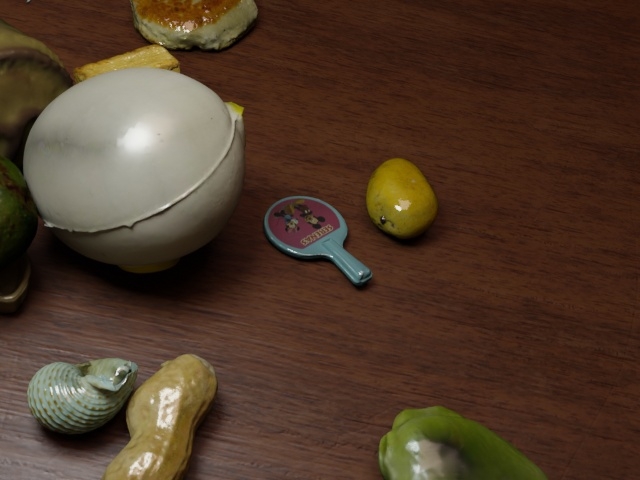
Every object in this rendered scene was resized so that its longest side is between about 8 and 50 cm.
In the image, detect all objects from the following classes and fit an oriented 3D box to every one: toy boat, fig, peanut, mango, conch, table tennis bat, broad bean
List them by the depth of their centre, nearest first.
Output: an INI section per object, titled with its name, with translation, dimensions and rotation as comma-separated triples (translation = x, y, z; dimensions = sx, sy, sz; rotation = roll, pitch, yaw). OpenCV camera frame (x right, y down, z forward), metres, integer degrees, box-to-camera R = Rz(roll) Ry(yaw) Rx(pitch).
[peanut]
translation = -0.223, 0.274, 1.063
dimensions = 0.117, 0.101, 0.263
rotation = 1, 50, 16
[broad bean]
translation = 0.207, 0.360, 1.071
dimensions = 0.291, 0.119, 0.238
rotation = 37, 43, 16
[conch]
translation = -0.334, 0.218, 1.081
dimensions = 0.153, 0.102, 0.135
rotation = 6, 21, 17
[fig]
translation = -0.536, -0.020, 1.104
dimensions = 0.195, 0.195, 0.245
rotation = 40, 53, 21
[toy boat]
translation = -0.530, 0.045, 1.214
dimensions = 0.116, 0.061, 0.188
rotation = -27, 60, -32
[table tennis bat]
translation = 0.000, 0.000, 1.391
dimensions = 0.153, 0.040, 0.244
rotation = -29, 57, -32
[mango]
translation = 0.156, -0.084, 1.458
dimensions = 0.137, 0.098, 0.195
rotation = 10, 41, -1

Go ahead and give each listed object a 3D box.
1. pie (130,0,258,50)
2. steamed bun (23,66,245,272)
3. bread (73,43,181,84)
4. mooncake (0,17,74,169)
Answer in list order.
[pie]
translation = -0.299, -0.555, 1.765
dimensions = 0.315, 0.092, 0.315
rotation = 5, 50, -6
[steamed bun]
translation = -0.296, -0.118, 1.226
dimensions = 0.374, 0.333, 0.334
rotation = 11, 42, 33
[bread]
translation = -0.391, -0.329, 1.552
dimensions = 0.211, 0.083, 0.114
rotation = -24, 53, -29
[mooncake]
translation = -0.617, -0.195, 1.295
dimensions = 0.246, 0.393, 0.394
rotation = 30, 90, 14
